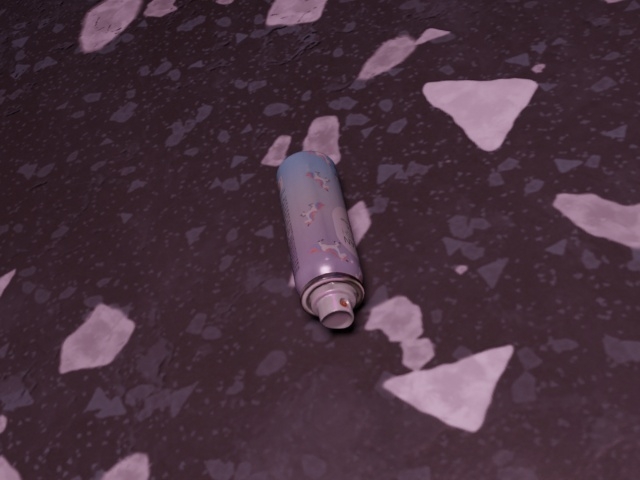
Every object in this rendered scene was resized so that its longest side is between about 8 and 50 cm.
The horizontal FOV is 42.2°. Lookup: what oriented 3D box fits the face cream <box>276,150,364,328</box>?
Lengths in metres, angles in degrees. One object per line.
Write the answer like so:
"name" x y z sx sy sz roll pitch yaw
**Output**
"face cream" 0.000 0.000 0.918 0.075 0.075 0.229 -17 48 6
